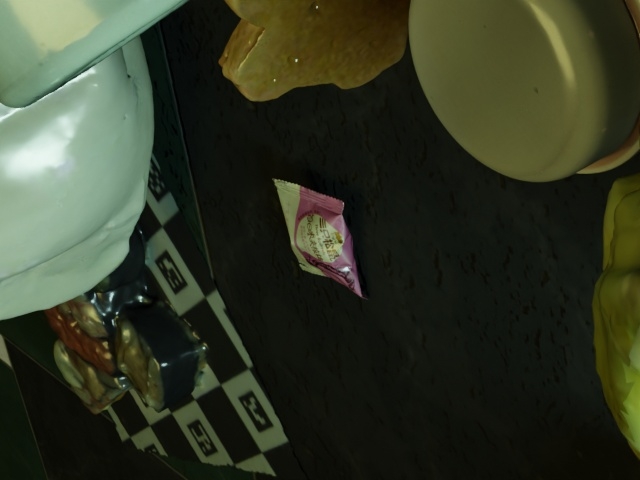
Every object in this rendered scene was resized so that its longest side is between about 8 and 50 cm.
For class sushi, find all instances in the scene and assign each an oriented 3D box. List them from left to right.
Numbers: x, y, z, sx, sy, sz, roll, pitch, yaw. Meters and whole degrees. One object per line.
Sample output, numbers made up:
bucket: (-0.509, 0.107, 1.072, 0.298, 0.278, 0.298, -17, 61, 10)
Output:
sushi: (-0.185, 0.064, 1.207, 0.339, 0.069, 0.320, -4, 113, 58)

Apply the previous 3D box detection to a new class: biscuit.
biscuit: (0.015, -0.135, 0.656, 0.027, 0.133, 0.184, 59, 154, 30)

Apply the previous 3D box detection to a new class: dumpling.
dumpling: (-0.268, -0.110, 0.930, 0.233, 0.315, 0.395, 9, 119, 46)

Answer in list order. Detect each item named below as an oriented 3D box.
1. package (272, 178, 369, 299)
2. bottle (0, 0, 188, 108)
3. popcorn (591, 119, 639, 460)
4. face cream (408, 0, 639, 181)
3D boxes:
package: (0.000, 0.000, 0.907, 0.059, 0.029, 0.083, 23, 145, 37)
bottle: (-0.164, -0.262, 0.715, 0.352, 0.229, 0.229, 55, 151, -8)
popcorn: (0.204, 0.021, 0.405, 0.270, 0.224, 0.258, 26, 163, -1)
face cream: (0.102, -0.087, 0.594, 0.117, 0.104, 0.117, 36, 142, 35)
